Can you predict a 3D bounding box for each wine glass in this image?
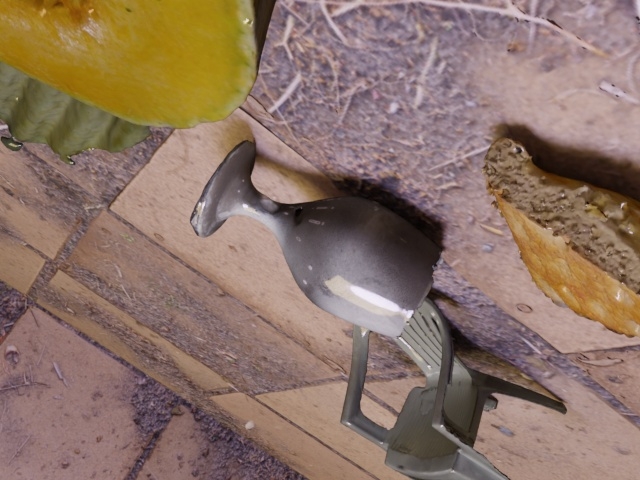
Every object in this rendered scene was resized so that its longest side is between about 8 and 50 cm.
[{"bbox_3d":[0.000,0.000,0.768,0.241,0.126,0.126,29,155,6],"label":"wine glass"}]

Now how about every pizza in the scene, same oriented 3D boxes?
[{"bbox_3d":[0.229,0.012,0.613,0.188,0.080,0.204,42,174,33],"label":"pizza"}]

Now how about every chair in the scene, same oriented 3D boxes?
[{"bbox_3d":[0.152,0.201,0.940,0.275,0.190,0.203,33,155,-24],"label":"chair"}]

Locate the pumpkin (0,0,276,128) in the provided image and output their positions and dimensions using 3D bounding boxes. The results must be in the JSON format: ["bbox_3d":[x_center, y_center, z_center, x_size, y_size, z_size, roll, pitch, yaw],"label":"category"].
[{"bbox_3d":[-0.139,-0.238,0.421,0.332,0.199,0.332,25,163,8],"label":"pumpkin"}]

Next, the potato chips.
[{"bbox_3d":[-0.366,-0.222,0.781,0.389,0.097,0.373,3,149,42],"label":"potato chips"}]
